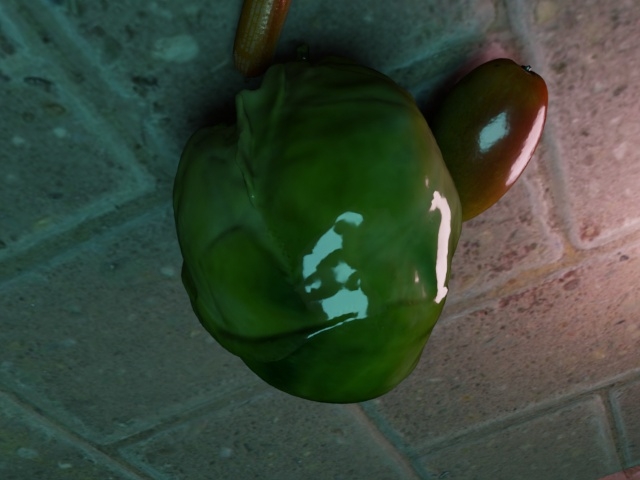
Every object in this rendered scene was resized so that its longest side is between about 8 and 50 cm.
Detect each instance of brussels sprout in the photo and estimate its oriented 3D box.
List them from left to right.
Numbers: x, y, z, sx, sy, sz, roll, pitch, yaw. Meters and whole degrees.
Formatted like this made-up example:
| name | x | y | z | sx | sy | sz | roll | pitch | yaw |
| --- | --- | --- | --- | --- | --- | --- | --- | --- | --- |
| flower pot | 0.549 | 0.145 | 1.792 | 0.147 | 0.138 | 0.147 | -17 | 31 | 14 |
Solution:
| name | x | y | z | sx | sy | sz | roll | pitch | yaw |
| --- | --- | --- | --- | --- | --- | --- | --- | --- | --- |
| brussels sprout | -0.007 | 0.014 | 0.797 | 0.343 | 0.360 | 0.425 | -1 | 138 | -2 |

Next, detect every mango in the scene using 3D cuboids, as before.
| name | x | y | z | sx | sy | sz | roll | pitch | yaw |
| --- | --- | --- | --- | --- | --- | --- | --- | --- | --- |
| mango | 0.208 | -0.116 | 0.899 | 0.146 | 0.129 | 0.289 | 1 | 141 | -15 |

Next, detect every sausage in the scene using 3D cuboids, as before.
| name | x | y | z | sx | sy | sz | roll | pitch | yaw |
| --- | --- | --- | --- | --- | --- | --- | --- | --- | --- |
| sausage | -0.039 | -0.323 | 0.698 | 0.053 | 0.053 | 0.347 | 9 | 130 | -19 |
